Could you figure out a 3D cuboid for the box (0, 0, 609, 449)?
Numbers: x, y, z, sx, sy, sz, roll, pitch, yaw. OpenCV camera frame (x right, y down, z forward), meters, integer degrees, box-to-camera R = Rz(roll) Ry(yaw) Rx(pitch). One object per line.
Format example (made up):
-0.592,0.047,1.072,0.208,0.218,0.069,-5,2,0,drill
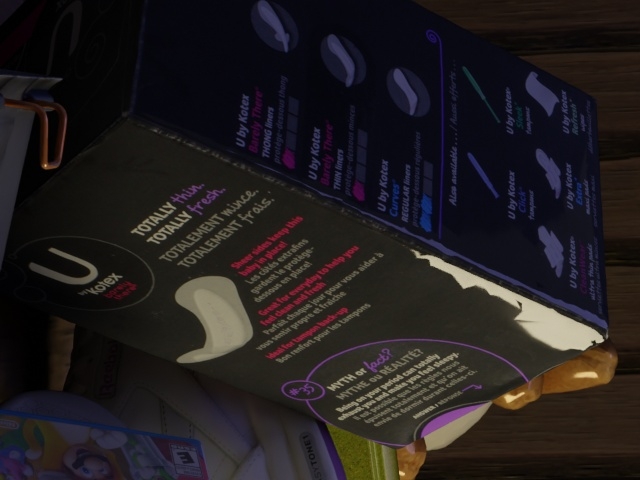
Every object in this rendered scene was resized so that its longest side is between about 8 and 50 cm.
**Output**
-0.015,-0.028,0.907,0.165,0.270,0.143,-34,-138,43,box

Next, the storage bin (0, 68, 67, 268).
-0.147,-0.022,0.702,0.135,0.098,0.091,-37,135,-82,storage bin

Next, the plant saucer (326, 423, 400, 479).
-0.025,0.160,1.271,0.045,0.188,0.188,51,-22,43,plant saucer

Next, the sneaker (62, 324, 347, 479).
-0.095,0.063,1.014,0.114,0.152,0.305,98,-29,-58,sneaker

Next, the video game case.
-0.094,0.138,0.820,0.166,0.119,0.015,-109,-143,-50,video game case

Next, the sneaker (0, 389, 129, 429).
-0.123,0.204,0.859,0.296,0.104,0.147,-110,-145,-49,sneaker

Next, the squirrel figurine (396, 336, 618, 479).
0.000,0.000,1.458,0.397,0.281,0.370,63,11,30,squirrel figurine
